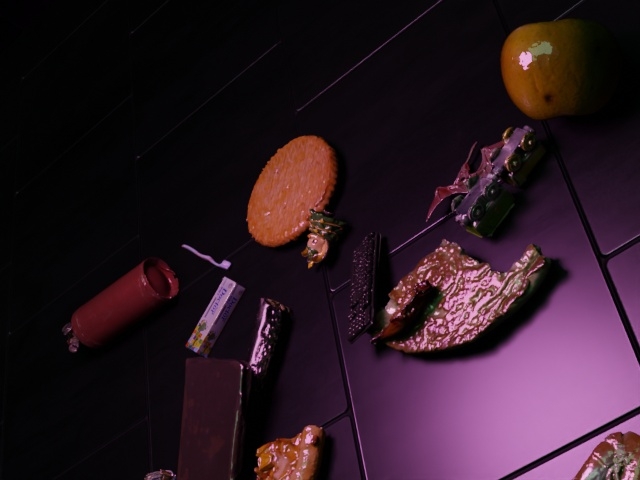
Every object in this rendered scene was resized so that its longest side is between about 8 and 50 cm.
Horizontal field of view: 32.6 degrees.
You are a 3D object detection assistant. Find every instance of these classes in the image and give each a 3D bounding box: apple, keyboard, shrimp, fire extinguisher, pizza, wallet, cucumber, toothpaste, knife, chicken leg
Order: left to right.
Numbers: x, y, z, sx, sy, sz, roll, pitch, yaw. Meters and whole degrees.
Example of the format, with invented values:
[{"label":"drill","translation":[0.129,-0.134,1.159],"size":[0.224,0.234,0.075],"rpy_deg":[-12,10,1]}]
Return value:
[{"label":"fire extinguisher","translation":[-0.458,0.149,2.425],"size":[0.337,0.106,0.147],"rpy_deg":[-32,20,27]},{"label":"wallet","translation":[-0.198,0.367,1.992],"size":[0.165,0.042,0.309],"rpy_deg":[-3,78,40]},{"label":"toothpaste","translation":[-0.212,0.155,2.208],"size":[0.046,0.034,0.164],"rpy_deg":[25,84,48]},{"label":"cucumber","translation":[-0.111,0.223,2.038],"size":[0.067,0.067,0.245],"rpy_deg":[-6,63,44]},{"label":"pizza","translation":[-0.061,0.388,1.874],"size":[0.161,0.062,0.182],"rpy_deg":[24,85,56]},{"label":"knife","translation":[0.002,-0.034,2.127],"size":[0.023,0.010,0.170],"rpy_deg":[0,64,45]},{"label":"keyboard","translation":[0.073,0.079,1.923],"size":[0.072,0.023,0.231],"rpy_deg":[-43,27,35]},{"label":"chicken leg","translation":[0.132,0.121,1.793],"size":[0.145,0.037,0.062],"rpy_deg":[-54,21,9]},{"label":"apple","translation":[0.383,-0.275,1.757],"size":[0.196,0.196,0.157],"rpy_deg":[1,101,47]},{"label":"shrimp","translation":[0.371,0.332,1.471],"size":[0.184,0.043,0.091],"rpy_deg":[-46,44,12]}]

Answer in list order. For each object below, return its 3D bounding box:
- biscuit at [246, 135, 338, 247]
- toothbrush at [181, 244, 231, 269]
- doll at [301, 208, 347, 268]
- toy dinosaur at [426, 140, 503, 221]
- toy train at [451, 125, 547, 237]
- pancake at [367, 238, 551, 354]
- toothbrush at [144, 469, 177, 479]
[{"label":"biscuit","translation":[-0.056,-0.099,2.205],"size":[0.254,0.035,0.254],"rpy_deg":[-30,44,33]},{"label":"toothbrush","translation":[-0.246,0.033,2.340],"size":[0.193,0.013,0.019],"rpy_deg":[20,74,50]},{"label":"doll","translation":[0.010,-0.002,2.076],"size":[0.078,0.077,0.113],"rpy_deg":[26,113,61]},{"label":"toy dinosaur","translation":[0.263,-0.108,1.889],"size":[0.220,0.032,0.108],"rpy_deg":[-43,37,3]},{"label":"toy train","translation":[0.297,-0.098,1.812],"size":[0.202,0.081,0.060],"rpy_deg":[-53,39,-5]},{"label":"pancake","translation":[0.213,0.091,1.794],"size":[0.376,0.054,0.197],"rpy_deg":[-16,60,38]},{"label":"toothbrush","translation":[-0.430,0.508,2.198],"size":[0.413,0.042,0.035],"rpy_deg":[-23,50,38]}]
